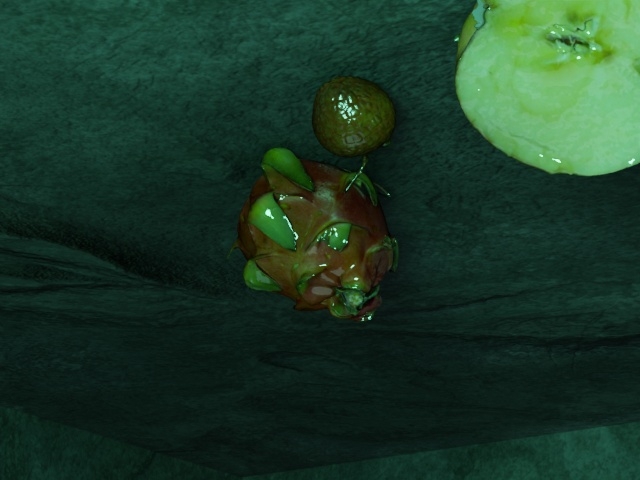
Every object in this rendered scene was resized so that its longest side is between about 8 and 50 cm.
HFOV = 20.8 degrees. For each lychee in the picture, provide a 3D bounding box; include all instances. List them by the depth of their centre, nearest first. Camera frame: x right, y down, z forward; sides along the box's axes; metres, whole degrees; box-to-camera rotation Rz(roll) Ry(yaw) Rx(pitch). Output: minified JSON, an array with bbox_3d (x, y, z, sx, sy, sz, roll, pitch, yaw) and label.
[{"bbox_3d":[0.040,-0.145,2.147,0.114,0.101,0.140,-25,155,14],"label":"lychee"}]

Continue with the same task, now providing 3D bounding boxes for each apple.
[{"bbox_3d":[0.264,-0.229,1.771,0.251,0.163,0.293,18,118,3],"label":"apple"}]

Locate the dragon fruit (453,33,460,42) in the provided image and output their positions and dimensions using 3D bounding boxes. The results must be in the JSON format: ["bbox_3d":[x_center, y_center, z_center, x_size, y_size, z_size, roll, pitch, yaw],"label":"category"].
[{"bbox_3d":[0.263,-0.213,1.935,0.235,0.135,0.137,16,168,9],"label":"dragon fruit"}]

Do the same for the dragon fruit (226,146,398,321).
[{"bbox_3d":[-0.003,-0.005,2.375,0.227,0.224,0.224,24,170,25],"label":"dragon fruit"}]
